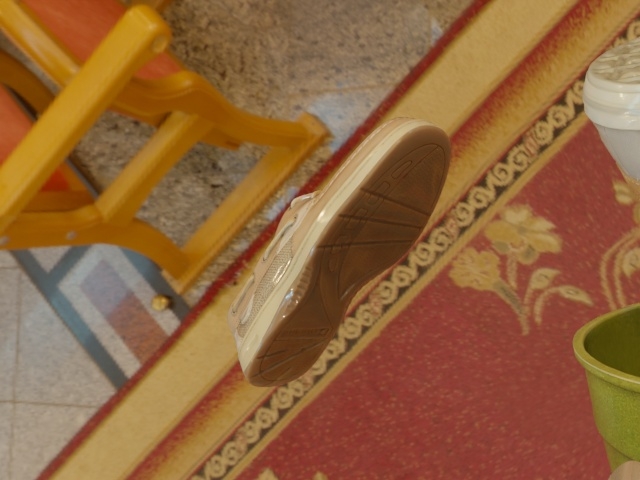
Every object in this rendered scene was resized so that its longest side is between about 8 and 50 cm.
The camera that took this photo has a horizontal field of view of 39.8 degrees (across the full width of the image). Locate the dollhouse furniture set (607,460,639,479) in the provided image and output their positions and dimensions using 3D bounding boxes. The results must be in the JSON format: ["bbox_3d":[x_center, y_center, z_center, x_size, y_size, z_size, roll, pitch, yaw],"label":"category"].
[{"bbox_3d":[0.220,0.179,0.444,0.151,0.123,0.144,32,136,-8],"label":"dollhouse furniture set"}]

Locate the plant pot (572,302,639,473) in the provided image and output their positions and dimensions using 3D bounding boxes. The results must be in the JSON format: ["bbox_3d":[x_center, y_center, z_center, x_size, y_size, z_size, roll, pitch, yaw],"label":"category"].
[{"bbox_3d":[0.411,0.240,0.714,0.367,0.366,0.352,-5,98,23],"label":"plant pot"}]

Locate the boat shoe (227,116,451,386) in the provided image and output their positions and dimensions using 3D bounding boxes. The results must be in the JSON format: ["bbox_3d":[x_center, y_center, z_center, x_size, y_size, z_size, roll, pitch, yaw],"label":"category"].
[{"bbox_3d":[0.000,0.000,0.905,0.341,0.122,0.110,-54,47,24],"label":"boat shoe"}]

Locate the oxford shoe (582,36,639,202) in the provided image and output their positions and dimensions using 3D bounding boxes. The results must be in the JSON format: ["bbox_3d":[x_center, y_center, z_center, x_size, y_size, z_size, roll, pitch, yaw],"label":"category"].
[{"bbox_3d":[0.404,-0.129,0.660,0.449,0.169,0.130,-20,113,-10],"label":"oxford shoe"}]
